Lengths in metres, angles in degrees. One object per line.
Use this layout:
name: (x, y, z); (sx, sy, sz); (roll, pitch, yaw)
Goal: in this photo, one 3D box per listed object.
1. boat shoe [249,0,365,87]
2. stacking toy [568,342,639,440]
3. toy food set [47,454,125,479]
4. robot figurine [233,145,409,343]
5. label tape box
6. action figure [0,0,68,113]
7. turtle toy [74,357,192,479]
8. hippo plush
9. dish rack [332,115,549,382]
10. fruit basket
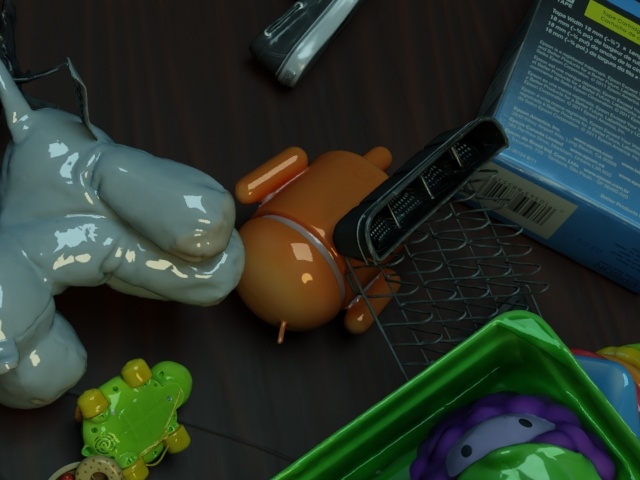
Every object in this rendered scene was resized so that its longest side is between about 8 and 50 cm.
boat shoe: (0.001, -0.260, 1.635); (0.076, 0.080, 0.228); (35, 65, 1)
stacking toy: (0.313, 0.156, 1.475); (0.302, 0.166, 0.175); (-18, 104, -41)
toy food set: (-0.199, 0.229, 1.305); (0.083, 0.020, 0.082); (-25, 99, -2)
robot figurine: (-0.002, -0.001, 1.458); (0.128, 0.158, 0.219); (18, 49, 37)
label tape box: (0.308, -0.142, 1.650); (0.241, 0.106, 0.333); (28, 57, -4)
action figure: (-0.382, -0.168, 1.409); (0.276, 0.164, 0.141); (21, 40, 4)
turtle toy: (-0.162, 0.153, 1.353); (0.130, 0.066, 0.095); (-35, 103, -31)
hippo plush: (-0.216, 0.027, 1.295); (0.234, 0.294, 0.236); (19, 63, 28)
dish rack: (0.132, 0.044, 1.440); (0.208, 0.074, 0.271); (-40, 114, -33)
fruit basket: (0.106, 0.249, 1.176); (0.392, 0.392, 0.283); (-30, 75, -29)
